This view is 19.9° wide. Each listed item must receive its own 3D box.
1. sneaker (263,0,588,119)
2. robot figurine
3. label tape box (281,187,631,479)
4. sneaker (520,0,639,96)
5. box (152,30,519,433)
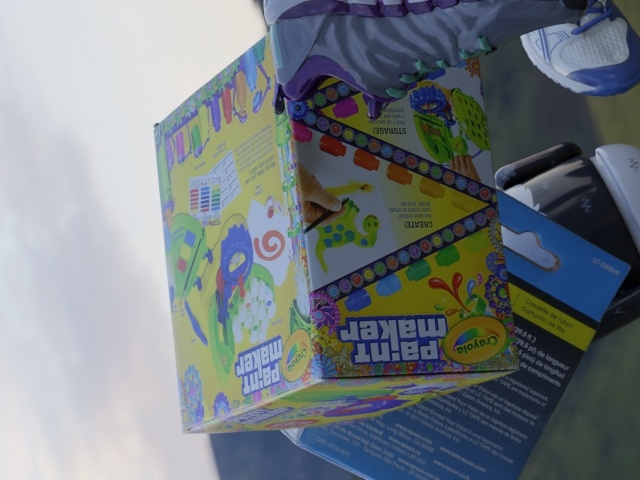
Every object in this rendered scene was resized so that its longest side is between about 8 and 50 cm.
[{"bbox_3d":[0.073,-0.133,1.256,0.083,0.223,0.098,-18,-73,-75],"label":"sneaker"},{"bbox_3d":[0.287,0.002,2.109,0.209,0.278,0.173,64,-176,-6],"label":"robot figurine"},{"bbox_3d":[0.142,0.113,1.954,0.240,0.334,0.106,29,179,-15],"label":"label tape box"},{"bbox_3d":[0.259,-0.288,2.063,0.296,0.112,0.131,52,168,27],"label":"sneaker"},{"bbox_3d":[0.000,0.000,1.505,0.290,0.177,0.279,-27,66,61],"label":"box"}]
